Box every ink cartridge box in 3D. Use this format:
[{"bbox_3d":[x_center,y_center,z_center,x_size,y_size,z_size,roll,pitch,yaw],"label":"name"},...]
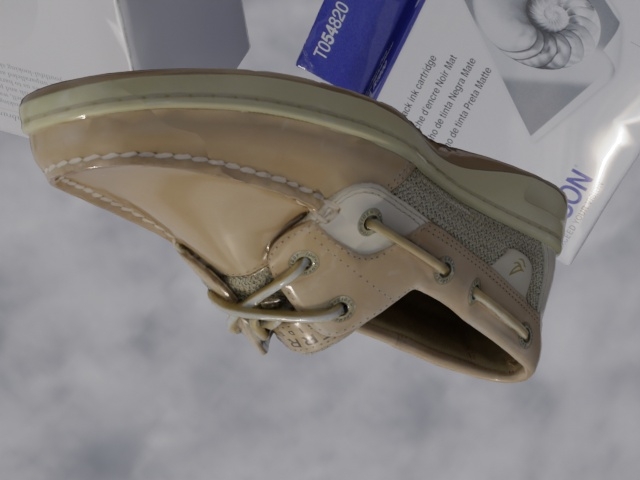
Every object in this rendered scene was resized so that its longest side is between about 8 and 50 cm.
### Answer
[{"bbox_3d":[0.105,-0.119,1.185,0.045,0.224,0.223,-54,172,-46],"label":"ink cartridge box"}]

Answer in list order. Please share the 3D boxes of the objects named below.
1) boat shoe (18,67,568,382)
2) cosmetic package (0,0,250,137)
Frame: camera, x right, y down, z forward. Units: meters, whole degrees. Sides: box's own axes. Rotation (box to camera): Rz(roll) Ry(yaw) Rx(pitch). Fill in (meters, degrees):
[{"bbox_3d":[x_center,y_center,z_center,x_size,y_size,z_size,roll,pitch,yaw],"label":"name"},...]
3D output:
[{"bbox_3d":[0.000,0.000,0.839,0.302,0.109,0.098,17,72,-46],"label":"boat shoe"},{"bbox_3d":[-0.181,-0.187,1.200,0.138,0.224,0.224,-56,152,-38],"label":"cosmetic package"}]
